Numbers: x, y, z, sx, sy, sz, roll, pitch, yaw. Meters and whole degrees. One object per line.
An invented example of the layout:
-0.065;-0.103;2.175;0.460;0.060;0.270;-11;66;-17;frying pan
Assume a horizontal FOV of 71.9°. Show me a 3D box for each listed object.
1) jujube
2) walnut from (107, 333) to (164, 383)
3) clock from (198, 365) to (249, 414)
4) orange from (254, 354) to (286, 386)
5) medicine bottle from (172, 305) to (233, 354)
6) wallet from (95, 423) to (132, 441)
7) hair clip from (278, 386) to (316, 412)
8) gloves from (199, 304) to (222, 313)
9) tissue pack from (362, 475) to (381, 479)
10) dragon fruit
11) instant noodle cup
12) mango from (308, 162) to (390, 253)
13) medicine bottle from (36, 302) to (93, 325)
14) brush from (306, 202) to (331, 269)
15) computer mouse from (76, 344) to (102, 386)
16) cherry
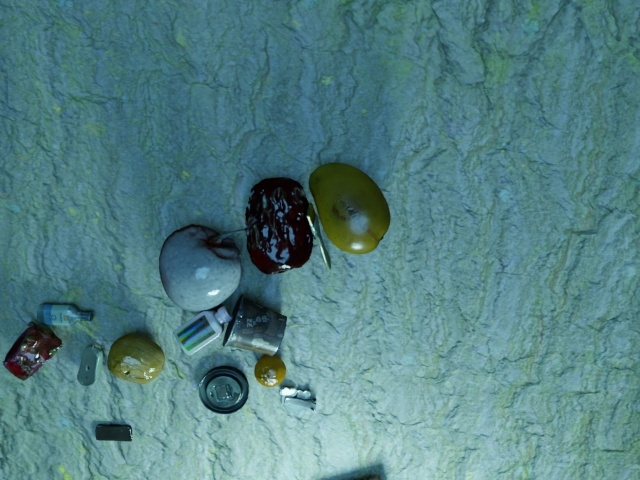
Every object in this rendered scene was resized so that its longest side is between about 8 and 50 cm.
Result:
-0.154;-0.047;1.663;0.259;0.258;0.376;-1;103;-2;jujube
-0.745;0.482;1.786;0.226;0.193;0.193;32;99;-11;walnut
-0.413;0.642;1.899;0.215;0.042;0.214;0;102;-2;clock
-0.211;0.549;1.848;0.136;0.117;0.135;-1;109;-3;orange
-0.442;0.335;1.693;0.219;0.078;0.115;-34;85;-1;medicine bottle
-0.907;0.846;1.938;0.157;0.018;0.082;1;103;-2;wallet
-0.102;0.699;1.919;0.172;0.049;0.116;10;97;-1;hair clip
-0.472;0.335;1.797;0.181;0.129;0.106;-31;92;-1;gloves
0.147;1.223;2.000;0.333;0.123;0.244;-14;104;1;tissue pack
-1.138;0.424;1.741;0.282;0.211;0.147;-30;114;34;dragon fruit
-0.258;0.350;1.765;0.208;0.217;0.217;22;100;-13;instant noodle cup
0.109;-0.127;1.666;0.264;0.221;0.378;-35;92;11;mango
-1.040;0.304;1.800;0.209;0.053;0.090;3;102;-3;medicine bottle
0.000;0.000;1.695;0.020;0.085;0.336;-3;137;15;brush
-0.959;0.517;1.848;0.089;0.056;0.181;11;95;-3;computer mouse
-0.444;0.114;1.661;0.327;0.291;0.334;11;103;28;cherry
